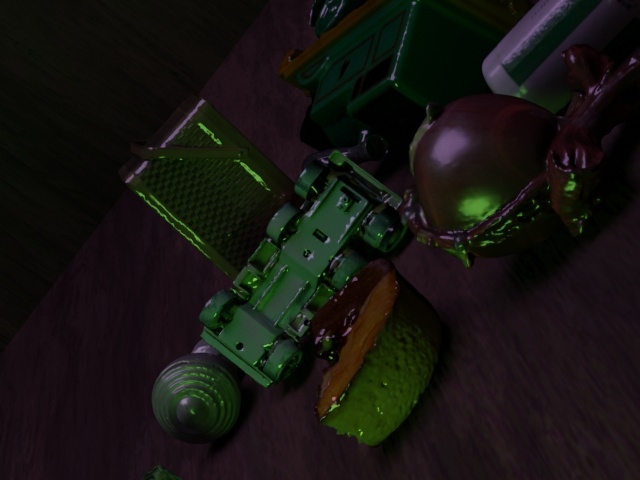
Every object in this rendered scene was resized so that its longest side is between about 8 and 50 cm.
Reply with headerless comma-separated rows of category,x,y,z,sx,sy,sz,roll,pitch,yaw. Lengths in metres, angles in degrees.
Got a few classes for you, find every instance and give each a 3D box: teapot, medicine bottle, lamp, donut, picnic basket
teapot,0.029,-0.094,2.223,0.111,0.043,0.042,-21,34,44
medicine bottle,0.272,-0.230,1.897,0.260,0.095,0.095,-46,16,29
lamp,-0.138,0.172,2.291,0.106,0.106,0.193,-50,5,15
donut,0.056,0.104,1.833,0.141,0.085,0.217,-48,16,21
lamp,0.182,-0.069,1.752,0.223,0.151,0.215,4,53,21
picnic basket,-0.113,-0.049,2.387,0.139,0.267,0.165,-47,10,-1

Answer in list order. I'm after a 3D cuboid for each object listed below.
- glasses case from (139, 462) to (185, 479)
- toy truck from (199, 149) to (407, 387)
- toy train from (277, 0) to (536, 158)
glasses case,-0.181,0.360,1.982,0.062,0.095,0.272,-44,16,39
toy truck,-0.010,0.041,2.181,0.259,0.128,0.135,-53,-16,-1
toy train,0.093,-0.205,2.290,0.429,0.178,0.249,-32,37,56
